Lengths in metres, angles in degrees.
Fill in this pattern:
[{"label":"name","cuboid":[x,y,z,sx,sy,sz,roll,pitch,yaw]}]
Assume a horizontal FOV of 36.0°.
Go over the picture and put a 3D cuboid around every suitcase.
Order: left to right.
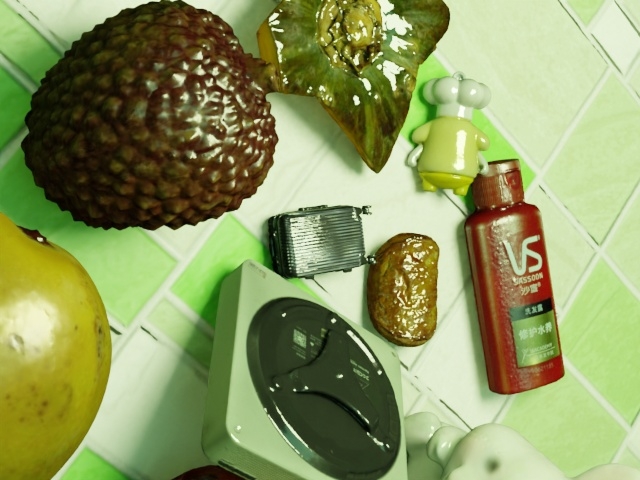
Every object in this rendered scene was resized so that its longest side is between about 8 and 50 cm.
[{"label":"suitcase","cuboid":[0.000,0.000,1.196,0.126,0.059,0.086,-9,93,-30]}]

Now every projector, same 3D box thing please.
[{"label":"projector","cuboid":[-0.004,0.172,1.111,0.257,0.079,0.259,34,35,-27]}]

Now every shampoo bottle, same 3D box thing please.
[{"label":"shampoo bottle","cuboid":[0.260,0.048,1.339,0.118,0.076,0.314,-12,97,-21]}]

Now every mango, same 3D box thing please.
[{"label":"mango","cuboid":[-0.400,0.143,0.872,0.446,0.232,0.300,-31,110,-19]}]

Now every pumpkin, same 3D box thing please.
[{"label":"pumpkin","cuboid":[0.025,-0.261,1.187,0.290,0.095,0.258,33,71,-30]}]

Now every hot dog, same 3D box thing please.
[{"label":"hot dog","cuboid":[0.112,0.063,1.259,0.099,0.065,0.147,1,91,-31]}]

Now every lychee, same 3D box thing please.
[{"label":"lychee","cuboid":[-0.169,-0.122,1.007,0.271,0.236,0.235,-18,101,-2]}]

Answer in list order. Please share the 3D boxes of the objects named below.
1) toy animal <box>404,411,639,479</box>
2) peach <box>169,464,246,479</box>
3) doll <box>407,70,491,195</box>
[{"label":"toy animal","cuboid":[0.229,0.332,1.171,0.241,0.367,0.196,25,75,-17]},{"label":"peach","cuboid":[-0.111,0.377,1.038,0.281,0.238,0.280,2,80,-11]},{"label":"doll","cuboid":[0.173,-0.141,1.290,0.106,0.062,0.162,8,90,2]}]
